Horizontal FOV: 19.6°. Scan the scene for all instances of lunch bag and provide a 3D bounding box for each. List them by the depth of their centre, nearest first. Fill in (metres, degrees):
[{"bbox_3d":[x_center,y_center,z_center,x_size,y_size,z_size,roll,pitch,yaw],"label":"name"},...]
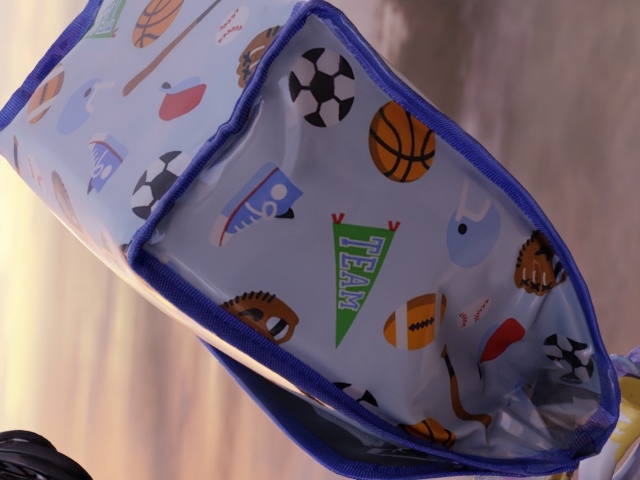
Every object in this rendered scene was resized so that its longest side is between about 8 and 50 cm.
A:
[{"bbox_3d":[0.000,0.000,1.281,0.239,0.385,0.328,-54,32,0],"label":"lunch bag"}]

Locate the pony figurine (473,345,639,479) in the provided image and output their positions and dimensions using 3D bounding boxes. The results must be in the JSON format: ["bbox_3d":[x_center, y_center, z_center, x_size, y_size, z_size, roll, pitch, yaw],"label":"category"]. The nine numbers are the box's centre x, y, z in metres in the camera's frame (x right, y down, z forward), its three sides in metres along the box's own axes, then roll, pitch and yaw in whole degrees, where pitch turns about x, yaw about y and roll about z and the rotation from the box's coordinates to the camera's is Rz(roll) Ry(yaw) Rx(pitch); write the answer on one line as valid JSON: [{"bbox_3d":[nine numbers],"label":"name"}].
[{"bbox_3d":[0.244,0.257,1.552,0.303,0.351,0.363,-59,-7,-53],"label":"pony figurine"}]

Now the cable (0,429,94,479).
[{"bbox_3d":[-0.171,0.149,0.966,0.047,0.150,0.184,-55,-18,-40],"label":"cable"}]
